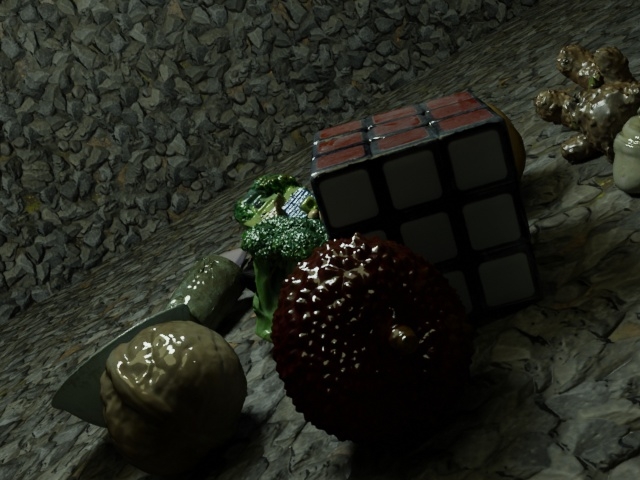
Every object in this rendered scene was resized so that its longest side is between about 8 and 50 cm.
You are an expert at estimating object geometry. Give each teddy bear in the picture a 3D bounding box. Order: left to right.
[{"bbox_3d":[0.545,-0.280,1.528,0.222,0.247,0.296,-5,33,-44],"label":"teddy bear"}]

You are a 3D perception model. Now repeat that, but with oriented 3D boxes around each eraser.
[{"bbox_3d":[-0.314,0.095,2.153,0.243,0.059,0.204,-44,21,-29],"label":"eraser"}]

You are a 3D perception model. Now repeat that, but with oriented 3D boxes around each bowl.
[{"bbox_3d":[-0.337,0.273,1.427,0.313,0.146,0.313,-40,-9,-8],"label":"bowl"}]

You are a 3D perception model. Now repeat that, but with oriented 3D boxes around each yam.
[{"bbox_3d":[-0.275,0.136,1.766,0.153,0.154,0.254,-18,26,37],"label":"yam"}]

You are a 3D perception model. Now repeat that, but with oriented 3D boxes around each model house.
[{"bbox_3d":[-0.098,-0.079,2.059,0.214,0.195,0.189,-45,26,-10],"label":"model house"}]

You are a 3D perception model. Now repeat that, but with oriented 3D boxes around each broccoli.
[{"bbox_3d":[-0.042,0.084,1.494,0.269,0.269,0.254,-26,-27,12],"label":"broccoli"}]

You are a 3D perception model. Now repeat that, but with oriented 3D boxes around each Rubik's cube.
[{"bbox_3d":[0.164,-0.050,1.238,0.303,0.301,0.305,-15,20,8],"label":"Rubik's cube"}]

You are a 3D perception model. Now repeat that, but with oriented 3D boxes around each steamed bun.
[{"bbox_3d":[0.599,-0.189,1.265,0.211,0.144,0.218,-41,19,-34],"label":"steamed bun"}]

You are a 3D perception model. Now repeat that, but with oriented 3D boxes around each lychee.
[{"bbox_3d":[0.066,0.129,0.992,0.275,0.276,0.304,-35,4,-19],"label":"lychee"}]

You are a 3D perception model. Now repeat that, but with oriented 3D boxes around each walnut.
[{"bbox_3d":[-0.238,0.257,1.225,0.248,0.248,0.248,-27,16,8],"label":"walnut"}]

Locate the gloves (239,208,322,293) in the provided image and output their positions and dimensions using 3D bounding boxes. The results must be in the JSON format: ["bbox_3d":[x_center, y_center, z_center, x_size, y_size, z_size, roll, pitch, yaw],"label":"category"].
[{"bbox_3d":[-0.055,0.021,1.738,0.301,0.152,0.197,-49,11,45],"label":"gloves"}]

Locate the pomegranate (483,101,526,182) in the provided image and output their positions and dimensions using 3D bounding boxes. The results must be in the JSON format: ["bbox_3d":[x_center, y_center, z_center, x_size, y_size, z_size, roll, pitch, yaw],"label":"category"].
[{"bbox_3d":[0.281,-0.165,1.548,0.307,0.307,0.307,-27,16,8],"label":"pomegranate"}]
